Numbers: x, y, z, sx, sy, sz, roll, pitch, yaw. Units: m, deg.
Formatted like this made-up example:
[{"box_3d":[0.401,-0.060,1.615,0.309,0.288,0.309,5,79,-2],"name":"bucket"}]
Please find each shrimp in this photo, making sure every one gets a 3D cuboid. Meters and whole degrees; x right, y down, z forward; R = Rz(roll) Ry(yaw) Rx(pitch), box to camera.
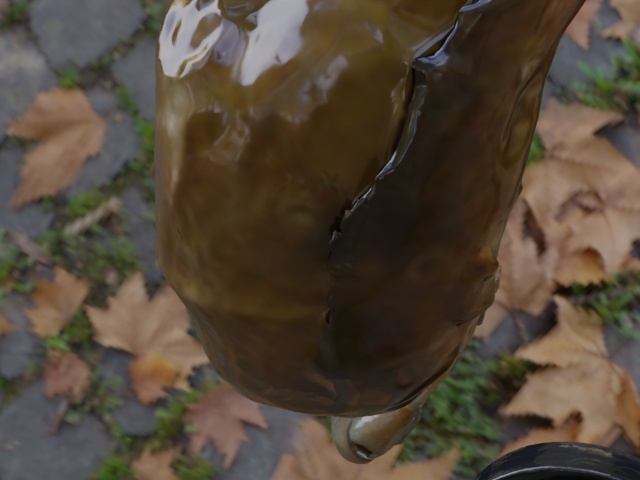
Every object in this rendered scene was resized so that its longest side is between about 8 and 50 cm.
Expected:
[{"box_3d":[0.071,0.082,1.351,0.075,0.289,0.178,41,91,6],"name":"shrimp"}]

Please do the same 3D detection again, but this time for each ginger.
[{"box_3d":[0.020,-0.051,0.737,0.165,0.172,0.321,62,139,39],"name":"ginger"}]

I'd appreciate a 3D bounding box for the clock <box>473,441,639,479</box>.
[{"box_3d":[0.172,0.213,1.188,0.184,0.185,0.040,-3,28,22],"name":"clock"}]
